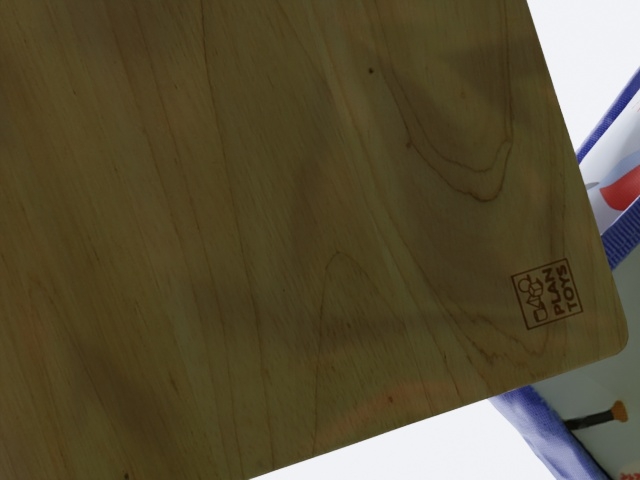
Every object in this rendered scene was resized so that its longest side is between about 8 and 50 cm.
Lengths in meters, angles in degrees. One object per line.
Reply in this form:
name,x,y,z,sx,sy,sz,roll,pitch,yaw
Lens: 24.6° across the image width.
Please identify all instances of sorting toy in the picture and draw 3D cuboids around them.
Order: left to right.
sorting toy,-0.041,-0.041,0.600,0.255,0.089,0.257,-18,-87,-6

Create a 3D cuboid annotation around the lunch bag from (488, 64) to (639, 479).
lunch bag,0.280,0.046,0.774,0.328,0.239,0.385,46,-125,-4
